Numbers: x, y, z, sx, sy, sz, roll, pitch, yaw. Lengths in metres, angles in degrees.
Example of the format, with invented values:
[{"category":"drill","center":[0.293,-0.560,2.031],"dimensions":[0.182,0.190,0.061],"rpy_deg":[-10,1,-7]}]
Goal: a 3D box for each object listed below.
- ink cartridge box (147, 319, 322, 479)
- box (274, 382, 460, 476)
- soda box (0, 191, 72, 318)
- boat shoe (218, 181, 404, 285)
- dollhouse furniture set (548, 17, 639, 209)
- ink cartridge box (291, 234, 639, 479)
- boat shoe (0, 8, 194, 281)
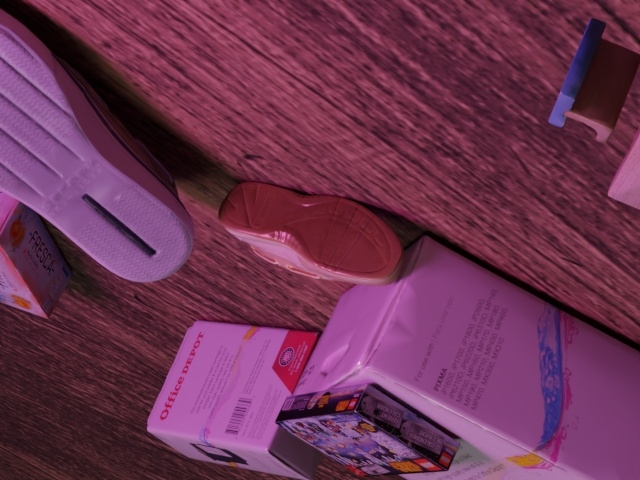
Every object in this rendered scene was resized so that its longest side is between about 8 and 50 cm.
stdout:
[{"category":"ink cartridge box","center":[-0.068,0.152,1.701],"dimensions":[0.175,0.127,0.072],"rpy_deg":[4,153,44]},{"category":"box","center":[0.035,0.151,1.376],"dimensions":[0.094,0.027,0.137],"rpy_deg":[33,158,-19]},{"category":"soda box","center":[-0.302,0.008,1.711],"dimensions":[0.063,0.058,0.183],"rpy_deg":[18,157,16]},{"category":"boat shoe","center":[0.000,0.000,1.375],"dimensions":[0.170,0.063,0.059],"rpy_deg":[22,163,33]},{"category":"dollhouse furniture set","center":[0.141,-0.131,0.745],"dimensions":[0.129,0.183,0.129],"rpy_deg":[23,158,5]},{"category":"ink cartridge box","center":[0.155,0.142,1.436],"dimensions":[0.306,0.131,0.226],"rpy_deg":[30,158,-8]},{"category":"boat shoe","center":[-0.214,-0.084,1.351],"dimensions":[0.302,0.109,0.094],"rpy_deg":[48,-168,-31]}]
